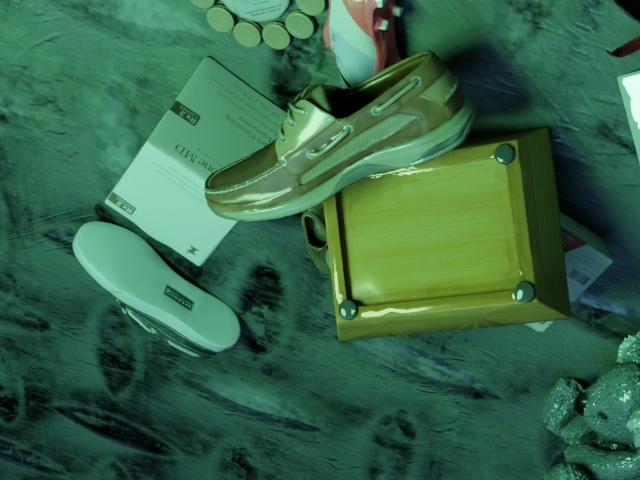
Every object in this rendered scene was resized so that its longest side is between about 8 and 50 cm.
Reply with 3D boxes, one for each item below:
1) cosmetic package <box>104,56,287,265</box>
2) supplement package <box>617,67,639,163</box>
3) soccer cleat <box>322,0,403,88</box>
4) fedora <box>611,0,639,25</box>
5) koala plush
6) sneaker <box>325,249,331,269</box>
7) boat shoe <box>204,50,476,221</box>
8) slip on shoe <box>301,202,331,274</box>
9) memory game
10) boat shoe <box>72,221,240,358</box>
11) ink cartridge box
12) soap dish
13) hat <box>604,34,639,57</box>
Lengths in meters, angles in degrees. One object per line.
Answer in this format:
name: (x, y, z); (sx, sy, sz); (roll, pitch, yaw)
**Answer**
cosmetic package: (-0.151, -0.100, 1.465); (0.151, 0.184, 0.151); (34, 138, -10)
supplement package: (0.414, -0.147, 1.171); (0.179, 0.105, 0.105); (-12, 98, 35)
soccer cleat: (0.047, -0.213, 1.339); (0.095, 0.083, 0.248); (22, 139, 25)
fedora: (0.367, -0.309, 0.926); (0.333, 0.152, 0.334); (2, 109, 6)
koala plush: (0.415, 0.240, 1.543); (0.203, 0.196, 0.221); (7, 136, 4)
sneaker: (0.053, -0.007, 1.503); (0.057, 0.047, 0.119); (-1, 134, -38)
boat shoe: (0.008, -0.123, 1.288); (0.324, 0.123, 0.116); (-22, 117, 12)
slip on shoe: (0.000, 0.000, 1.532); (0.051, 0.041, 0.135); (12, 136, 18)
memory game: (-0.080, -0.304, 1.352); (0.186, 0.012, 0.186); (13, 137, 13)
boat shoe: (-0.268, 0.086, 1.782); (0.301, 0.108, 0.102); (35, 137, -20)
ink cartridge box: (0.283, 0.036, 1.439); (0.099, 0.056, 0.135); (30, 117, -20)
soap dish: (0.138, -0.005, 1.365); (0.290, 0.118, 0.229); (-7, 85, 19)
hat: (0.414, -0.226, 1.054); (0.173, 0.184, 0.208); (38, 138, -11)
